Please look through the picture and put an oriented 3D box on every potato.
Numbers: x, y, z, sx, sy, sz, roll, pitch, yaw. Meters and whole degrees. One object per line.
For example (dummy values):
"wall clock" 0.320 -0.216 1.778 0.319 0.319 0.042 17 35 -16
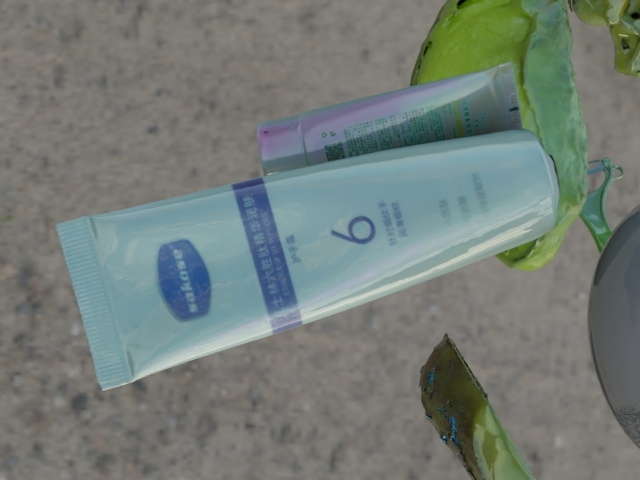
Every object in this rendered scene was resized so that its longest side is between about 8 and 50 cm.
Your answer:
"potato" 0.134 0.170 1.373 0.198 0.054 0.119 58 1 14

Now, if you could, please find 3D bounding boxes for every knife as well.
"knife" 0.260 0.001 1.511 0.022 0.078 0.166 85 -15 -62

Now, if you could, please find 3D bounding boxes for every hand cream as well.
"hand cream" 0.000 0.000 1.091 0.321 0.067 0.109 -15 91 -6
"hand cream" 0.047 -0.071 1.131 0.047 0.174 0.076 -94 171 -49

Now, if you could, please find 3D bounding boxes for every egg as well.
"egg" 0.256 0.058 1.163 0.146 0.146 0.198 3 89 -50

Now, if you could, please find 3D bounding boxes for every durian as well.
"durian" 0.136 -0.102 1.263 0.101 0.139 0.250 13 68 -55

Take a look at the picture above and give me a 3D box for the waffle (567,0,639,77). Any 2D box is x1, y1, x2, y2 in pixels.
"waffle" 0.320 -0.294 1.381 0.317 0.073 0.297 -22 96 -9
